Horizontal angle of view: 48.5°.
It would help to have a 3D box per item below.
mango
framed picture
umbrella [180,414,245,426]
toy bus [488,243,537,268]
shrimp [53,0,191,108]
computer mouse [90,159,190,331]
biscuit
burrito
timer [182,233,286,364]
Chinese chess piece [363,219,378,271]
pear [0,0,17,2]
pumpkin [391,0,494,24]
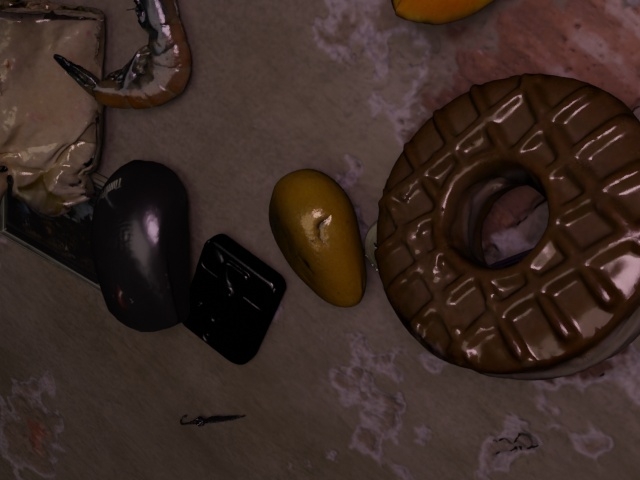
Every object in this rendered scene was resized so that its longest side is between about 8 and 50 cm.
[{"bbox_3d":[0.000,0.000,0.939,0.195,0.098,0.137,65,152,4],"label":"mango"},{"bbox_3d":[-0.477,-0.049,1.269,0.296,0.019,0.232,25,120,21],"label":"framed picture"},{"bbox_3d":[-0.191,0.316,1.242,0.149,0.022,0.022,-9,141,33],"label":"umbrella"},{"bbox_3d":[0.232,0.062,0.838,0.178,0.098,0.086,-26,95,36],"label":"toy bus"},{"bbox_3d":[-0.291,-0.313,0.997,0.198,0.051,0.262,-8,104,5],"label":"shrimp"},{"bbox_3d":[-0.290,0.012,1.111,0.170,0.100,0.269,8,105,38],"label":"computer mouse"},{"bbox_3d":[0.202,-0.014,0.746,0.332,0.103,0.332,-11,72,38],"label":"biscuit"},{"bbox_3d":[-0.444,-0.206,1.112,0.135,0.190,0.331,45,132,53],"label":"burrito"},{"bbox_3d":[-0.143,0.098,1.105,0.144,0.055,0.187,34,123,15],"label":"timer"},{"bbox_3d":[0.099,0.007,0.936,0.084,0.034,0.084,11,114,26],"label":"Chinese chess piece"},{"bbox_3d":[-0.546,-0.415,1.108,0.141,0.104,0.141,12,118,24],"label":"pear"},{"bbox_3d":[0.161,-0.377,0.712,0.312,0.148,0.169,-60,36,25],"label":"pumpkin"}]
